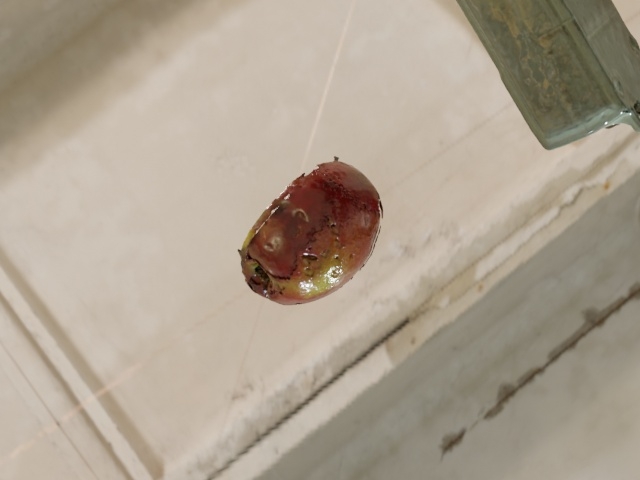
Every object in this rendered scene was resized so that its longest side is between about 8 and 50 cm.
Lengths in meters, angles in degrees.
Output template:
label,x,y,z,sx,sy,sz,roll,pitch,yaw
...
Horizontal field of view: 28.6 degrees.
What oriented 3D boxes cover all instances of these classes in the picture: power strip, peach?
label,x,y,z,sx,sy,sz,roll,pitch,yaw
power strip,0.078,-0.165,0.623,0.272,0.052,0.078,57,-147,-5
peach,0.000,0.000,0.700,0.050,0.077,0.083,35,-117,26
